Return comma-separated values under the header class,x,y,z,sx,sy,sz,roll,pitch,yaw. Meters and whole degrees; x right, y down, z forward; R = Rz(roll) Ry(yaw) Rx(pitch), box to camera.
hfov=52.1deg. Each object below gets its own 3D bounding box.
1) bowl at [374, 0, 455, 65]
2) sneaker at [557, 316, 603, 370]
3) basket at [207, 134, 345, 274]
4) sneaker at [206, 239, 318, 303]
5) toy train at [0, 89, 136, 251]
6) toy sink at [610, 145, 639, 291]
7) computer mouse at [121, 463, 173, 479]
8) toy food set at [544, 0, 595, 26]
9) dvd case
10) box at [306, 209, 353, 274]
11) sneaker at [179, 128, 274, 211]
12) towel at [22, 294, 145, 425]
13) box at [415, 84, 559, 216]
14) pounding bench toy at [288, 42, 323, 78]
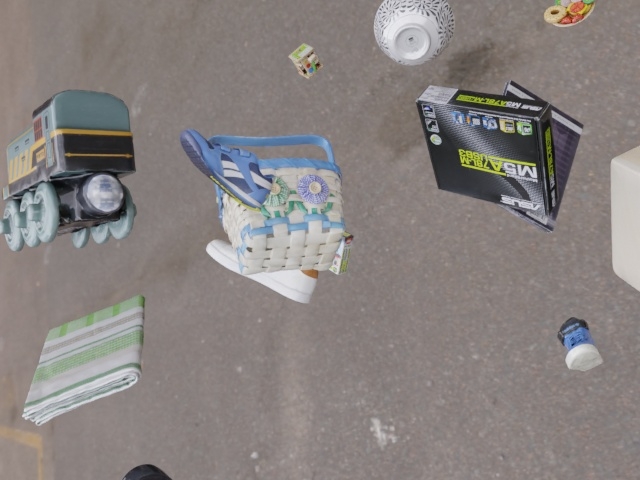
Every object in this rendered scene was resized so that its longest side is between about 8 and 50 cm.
class,x,y,z,sx,sy,sz,roll,pitch,yaw
bowl,0.190,-0.423,1.349,0.170,0.170,0.080,-51,16,40
sneaker,0.435,0.172,1.117,0.058,0.152,0.085,-34,61,21
basket,-0.072,-0.088,1.231,0.201,0.254,0.289,106,152,-48
sneaker,-0.130,0.038,1.554,0.290,0.106,0.123,23,96,16
toy train,-0.361,-0.087,0.920,0.333,0.142,0.190,-7,87,52
toy sink,0.564,-0.028,1.029,0.153,0.131,0.234,-127,15,-56
computer mouse,-0.176,0.370,0.745,0.041,0.071,0.242,-11,94,54
toy food set,0.462,-0.427,1.206,0.083,0.020,0.083,-49,43,-3
dvd case,0.356,-0.145,1.119,0.221,0.164,0.018,-67,13,-18
box,0.000,0.000,1.822,0.207,0.036,0.114,30,120,40
sneaker,-0.117,-0.099,0.837,0.059,0.144,0.053,-53,31,-9
towel,-0.228,0.114,0.656,0.152,0.113,0.023,-117,8,-65
box,0.245,-0.131,0.955,0.190,0.045,0.184,19,146,36
pounding bench toy,-0.026,-0.431,1.598,0.052,0.065,0.083,-41,41,-4
